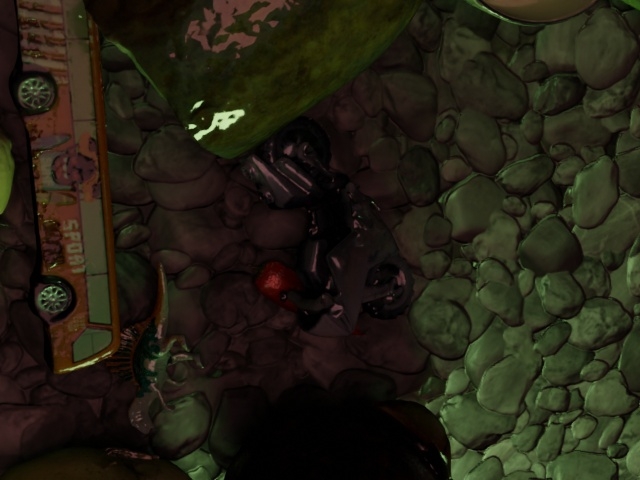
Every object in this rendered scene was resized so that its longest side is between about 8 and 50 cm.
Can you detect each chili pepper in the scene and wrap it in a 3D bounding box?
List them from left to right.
[{"bbox_3d":[-0.013,0.076,0.982,0.178,0.027,0.045,35,90,-20],"label":"chili pepper"}]

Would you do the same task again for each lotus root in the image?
[{"bbox_3d":[-0.032,-0.257,0.797,0.346,0.250,0.250,-43,108,1],"label":"lotus root"}]

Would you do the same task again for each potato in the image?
[{"bbox_3d":[-0.243,0.308,0.911,0.248,0.143,0.169,10,102,-8],"label":"potato"}]

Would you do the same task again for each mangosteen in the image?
[{"bbox_3d":[0.034,0.332,0.918,0.300,0.300,0.300,-3,102,-14],"label":"mangosteen"}]

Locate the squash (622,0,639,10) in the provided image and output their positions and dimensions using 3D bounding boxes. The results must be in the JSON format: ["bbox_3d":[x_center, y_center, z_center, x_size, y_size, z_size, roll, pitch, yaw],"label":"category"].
[{"bbox_3d":[0.406,-0.311,0.997,0.229,0.066,0.066,19,95,-17],"label":"squash"}]

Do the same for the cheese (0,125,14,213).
[{"bbox_3d":[-0.421,-0.068,0.784,0.226,0.117,0.214,37,101,-10],"label":"cheese"}]

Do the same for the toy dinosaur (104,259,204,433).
[{"bbox_3d":[-0.199,0.126,0.938,0.106,0.044,0.187,-18,107,5],"label":"toy dinosaur"}]

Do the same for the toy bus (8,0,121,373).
[{"bbox_3d":[-0.268,-0.066,0.852,0.092,0.093,0.408,-5,103,-20],"label":"toy bus"}]

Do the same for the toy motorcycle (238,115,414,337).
[{"bbox_3d":[0.000,0.000,0.917,0.159,0.106,0.270,-43,109,-24],"label":"toy motorcycle"}]

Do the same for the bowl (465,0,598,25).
[{"bbox_3d":[0.217,-0.355,0.905,0.238,0.126,0.237,-3,101,-14],"label":"bowl"}]
